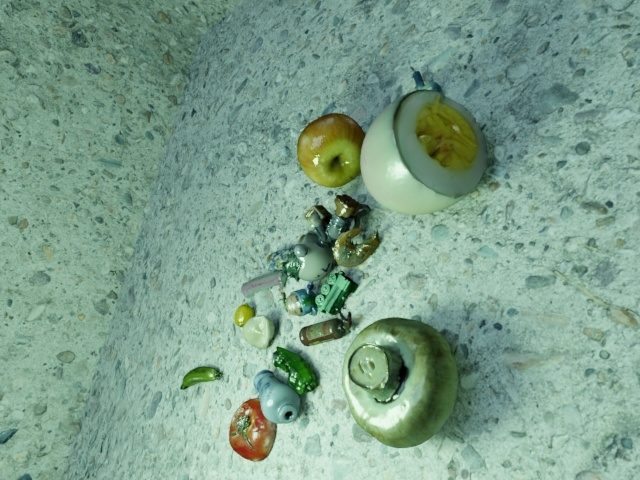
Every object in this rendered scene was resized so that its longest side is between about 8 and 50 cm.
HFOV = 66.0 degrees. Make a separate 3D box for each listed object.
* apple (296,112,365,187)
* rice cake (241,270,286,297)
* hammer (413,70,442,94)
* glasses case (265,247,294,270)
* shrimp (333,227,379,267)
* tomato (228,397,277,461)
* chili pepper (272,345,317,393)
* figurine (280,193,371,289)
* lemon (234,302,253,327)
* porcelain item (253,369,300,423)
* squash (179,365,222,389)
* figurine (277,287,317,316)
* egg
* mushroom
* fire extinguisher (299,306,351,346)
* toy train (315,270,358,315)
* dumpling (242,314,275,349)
[{"bbox_3d":[0.046,-0.348,1.904,0.286,0.286,0.233,-51,33,17],"label":"apple"},{"bbox_3d":[-0.251,0.192,2.128,0.290,0.051,0.081,-18,57,43],"label":"rice cake"},{"bbox_3d":[0.373,-0.560,1.798,0.116,0.070,0.193,-38,41,32],"label":"hammer"},{"bbox_3d":[-0.140,0.081,2.047,0.248,0.065,0.086,-13,59,46],"label":"glasses case"},{"bbox_3d":[0.127,0.019,1.726,0.187,0.132,0.051,-40,25,10],"label":"shrimp"},{"bbox_3d":[-0.269,0.704,1.845,0.228,0.101,0.227,-27,50,36],"label":"tomato"},{"bbox_3d":[-0.100,0.463,1.793,0.253,0.084,0.099,27,101,55],"label":"chili pepper"},{"bbox_3d":[-0.003,-0.001,1.807,0.186,0.261,0.381,43,116,27],"label":"figurine"},{"bbox_3d":[-0.329,0.322,2.126,0.082,0.082,0.110,-3,69,48],"label":"lemon"},{"bbox_3d":[-0.161,0.559,1.770,0.141,0.141,0.259,-64,30,2],"label":"porcelain item"},{"bbox_3d":[-0.551,0.615,2.235,0.319,0.071,0.080,-26,54,39],"label":"squash"},{"bbox_3d":[-0.090,0.234,1.851,0.178,0.145,0.114,166,99,-75],"label":"figurine"},{"bbox_3d":[0.275,-0.241,1.534,0.340,0.355,0.354,-29,48,61],"label":"egg"},{"bbox_3d":[0.209,0.373,1.338,0.352,0.260,0.352,-24,52,34],"label":"mushroom"},{"bbox_3d":[0.023,0.304,1.709,0.252,0.106,0.075,-24,35,41],"label":"fire extinguisher"},{"bbox_3d":[0.052,0.194,1.767,0.111,0.071,0.170,36,99,44],"label":"toy train"},{"bbox_3d":[-0.245,0.375,1.985,0.136,0.118,0.199,62,146,12],"label":"dumpling"}]
